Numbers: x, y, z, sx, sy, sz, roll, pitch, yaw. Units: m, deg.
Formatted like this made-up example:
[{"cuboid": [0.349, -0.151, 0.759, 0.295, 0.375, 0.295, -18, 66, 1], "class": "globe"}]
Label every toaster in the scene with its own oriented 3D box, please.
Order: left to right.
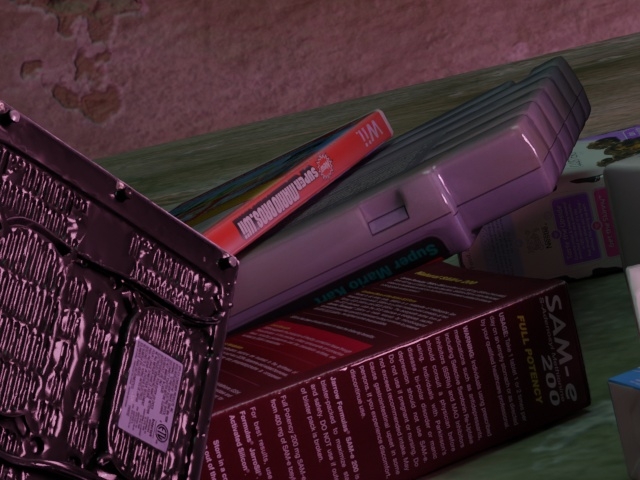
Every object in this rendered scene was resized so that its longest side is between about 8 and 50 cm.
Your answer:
[{"cuboid": [-0.128, 0.060, 0.680, 0.110, 0.186, 0.168, -15, -36, 38], "class": "toaster"}]

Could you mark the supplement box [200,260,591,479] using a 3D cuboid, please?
[{"cuboid": [0.001, 0.082, 0.850, 0.239, 0.073, 0.130, -19, 12, -23], "class": "supplement box"}]

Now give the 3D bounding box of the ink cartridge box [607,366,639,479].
[{"cuboid": [0.173, 0.072, 0.738, 0.083, 0.048, 0.028, -18, 11, -21], "class": "ink cartridge box"}]

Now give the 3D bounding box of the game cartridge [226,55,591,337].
[{"cuboid": [0.000, 0.000, 1.083, 0.355, 0.068, 0.230, -26, 13, 21], "class": "game cartridge"}]

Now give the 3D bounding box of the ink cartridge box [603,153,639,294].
[{"cuboid": [0.309, -0.032, 0.998, 0.219, 0.093, 0.160, -18, 11, -25], "class": "ink cartridge box"}]

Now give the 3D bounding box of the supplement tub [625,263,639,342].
[{"cuboid": [0.211, 0.048, 0.546, 0.199, 0.144, 0.144, -12, 10, 9], "class": "supplement tub"}]

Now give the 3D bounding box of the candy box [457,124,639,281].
[{"cuboid": [0.192, -0.027, 1.193, 0.196, 0.070, 0.165, -13, 11, 7], "class": "candy box"}]

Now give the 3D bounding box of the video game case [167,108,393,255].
[{"cuboid": [-0.095, 0.005, 1.090, 0.204, 0.025, 0.285, -23, 10, 38], "class": "video game case"}]
